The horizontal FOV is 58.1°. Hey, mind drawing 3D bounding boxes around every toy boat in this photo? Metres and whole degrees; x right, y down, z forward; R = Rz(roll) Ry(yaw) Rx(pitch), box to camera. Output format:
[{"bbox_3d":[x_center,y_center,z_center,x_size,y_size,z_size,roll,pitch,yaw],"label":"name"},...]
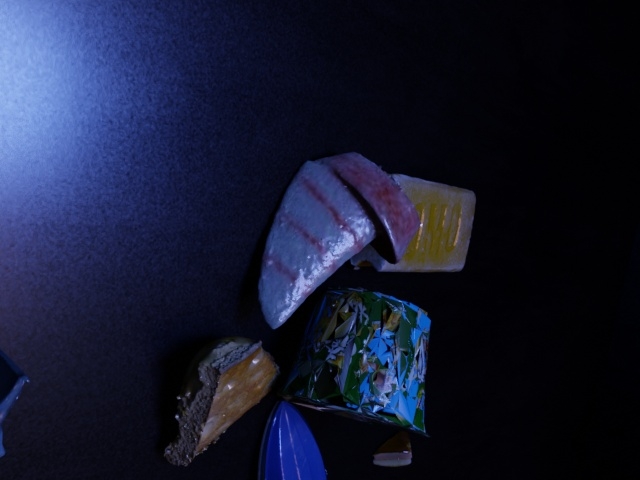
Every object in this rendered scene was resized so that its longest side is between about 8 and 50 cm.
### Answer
[{"bbox_3d":[-0.047,0.402,0.947,0.129,0.088,0.295,-14,100,-44],"label":"toy boat"},{"bbox_3d":[0.000,0.000,0.844,0.282,0.096,0.206,-43,90,-17],"label":"toy boat"}]

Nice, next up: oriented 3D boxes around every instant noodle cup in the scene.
[{"bbox_3d":[0.065,0.183,0.890,0.240,0.240,0.178,37,62,-47],"label":"instant noodle cup"}]

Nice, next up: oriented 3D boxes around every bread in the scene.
[{"bbox_3d":[0.163,0.439,1.197,0.109,0.062,0.043,-21,117,-39],"label":"bread"}]

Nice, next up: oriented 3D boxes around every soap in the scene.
[{"bbox_3d":[0.175,-0.026,1.053,0.274,0.089,0.173,2,98,-48],"label":"soap"}]

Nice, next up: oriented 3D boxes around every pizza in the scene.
[{"bbox_3d":[-0.128,0.190,0.802,0.204,0.081,0.188,-27,144,-51],"label":"pizza"}]

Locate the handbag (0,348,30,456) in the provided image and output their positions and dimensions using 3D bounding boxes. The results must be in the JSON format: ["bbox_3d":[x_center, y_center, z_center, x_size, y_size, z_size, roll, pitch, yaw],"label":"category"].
[{"bbox_3d":[-0.343,0.193,0.482,0.062,0.179,0.229,30,80,-48],"label":"handbag"}]
